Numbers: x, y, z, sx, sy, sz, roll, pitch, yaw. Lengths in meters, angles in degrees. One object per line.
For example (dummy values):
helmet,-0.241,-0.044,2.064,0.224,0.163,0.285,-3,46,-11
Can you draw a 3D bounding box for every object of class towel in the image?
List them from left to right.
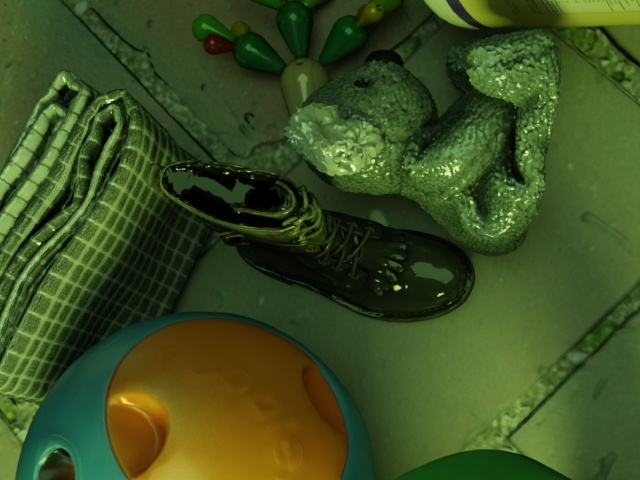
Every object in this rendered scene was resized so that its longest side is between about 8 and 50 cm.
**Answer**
towel,-0.212,0.022,0.887,0.121,0.235,0.283,23,82,15

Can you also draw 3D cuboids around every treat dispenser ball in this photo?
treat dispenser ball,-0.099,0.202,0.799,0.288,0.288,0.288,-2,77,10

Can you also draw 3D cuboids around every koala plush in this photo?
koala plush,0.080,-0.090,0.875,0.221,0.196,0.203,4,100,0

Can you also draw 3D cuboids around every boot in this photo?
boot,0.000,0.000,0.854,0.263,0.229,0.091,11,80,13

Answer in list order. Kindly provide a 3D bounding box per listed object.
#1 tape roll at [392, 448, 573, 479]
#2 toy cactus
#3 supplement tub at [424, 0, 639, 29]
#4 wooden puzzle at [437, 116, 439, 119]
tape roll,0.114,0.321,0.737,0.321,0.321,0.077,-60,31,-6
toy cactus,-0.018,-0.199,0.978,0.219,0.112,0.180,-8,87,-1
supplement tub,0.253,-0.300,0.817,0.331,0.241,0.241,8,78,37
wooden puzzle,0.088,-0.092,0.974,0.049,0.006,0.083,22,83,14
